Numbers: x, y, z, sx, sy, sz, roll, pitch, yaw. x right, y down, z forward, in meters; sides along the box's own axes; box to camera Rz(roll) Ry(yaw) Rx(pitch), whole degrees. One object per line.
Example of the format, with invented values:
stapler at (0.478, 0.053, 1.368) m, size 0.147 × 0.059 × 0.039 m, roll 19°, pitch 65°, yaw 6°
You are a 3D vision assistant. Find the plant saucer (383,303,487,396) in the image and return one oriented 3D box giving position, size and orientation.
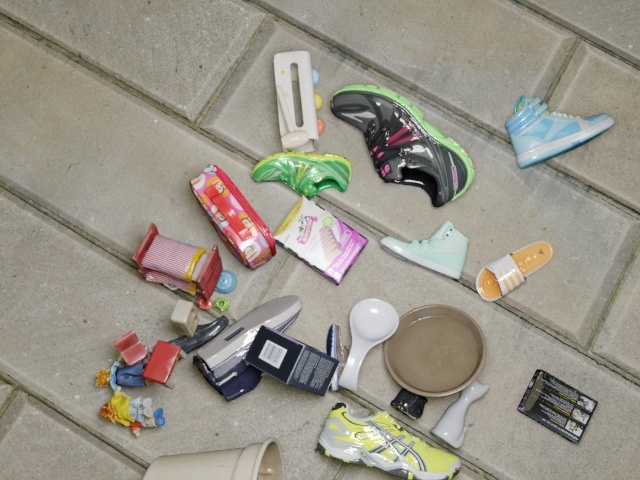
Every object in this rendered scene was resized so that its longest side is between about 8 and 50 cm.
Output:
plant saucer at (0.313, 0.302, 1.673) m, size 0.278 × 0.041 × 0.278 m, roll -10°, pitch 51°, yaw 12°

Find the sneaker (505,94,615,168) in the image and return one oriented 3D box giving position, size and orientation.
sneaker at (0.705, -0.365, 1.832) m, size 0.319 × 0.127 × 0.208 m, roll -22°, pitch 81°, yaw -7°

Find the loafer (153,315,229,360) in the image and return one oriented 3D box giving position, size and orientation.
loafer at (-0.360, 0.267, 1.700) m, size 0.223 × 0.076 × 0.078 m, roll -32°, pitch 89°, yaw -4°

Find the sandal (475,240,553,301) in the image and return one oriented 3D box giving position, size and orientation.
sandal at (0.565, 0.074, 1.763) m, size 0.265 × 0.076 × 0.102 m, roll -33°, pitch 81°, yaw -7°

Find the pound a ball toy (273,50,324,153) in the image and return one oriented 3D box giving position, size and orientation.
pound a ball toy at (-0.057, -0.394, 1.775) m, size 0.136 × 0.208 × 0.319 m, roll -6°, pitch 78°, yaw -2°

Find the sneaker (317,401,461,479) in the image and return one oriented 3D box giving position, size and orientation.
sneaker at (0.191, 0.538, 1.628) m, size 0.385 × 0.145 × 0.147 m, roll 14°, pitch 79°, yaw 0°

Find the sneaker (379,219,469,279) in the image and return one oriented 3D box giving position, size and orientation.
sneaker at (0.303, 0.001, 1.761) m, size 0.256 × 0.094 × 0.151 m, roll 21°, pitch 85°, yaw -7°

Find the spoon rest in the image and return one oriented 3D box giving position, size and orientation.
spoon rest at (0.125, 0.271, 1.672) m, size 0.137 × 0.084 × 0.276 m, roll 18°, pitch 56°, yaw 13°

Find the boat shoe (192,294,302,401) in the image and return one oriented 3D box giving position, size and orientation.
boat shoe at (-0.176, 0.298, 1.693) m, size 0.340 × 0.127 × 0.158 m, roll -31°, pitch 112°, yaw -20°

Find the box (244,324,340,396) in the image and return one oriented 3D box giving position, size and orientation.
box at (-0.070, 0.318, 1.609) m, size 0.153 × 0.207 × 0.108 m, roll 20°, pitch 80°, yaw 33°

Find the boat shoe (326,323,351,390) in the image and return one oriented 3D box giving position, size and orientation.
boat shoe at (0.055, 0.326, 1.711) m, size 0.066 × 0.066 × 0.183 m, roll 2°, pitch 81°, yaw -13°

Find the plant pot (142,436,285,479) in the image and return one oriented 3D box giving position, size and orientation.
plant pot at (-0.272, 0.657, 1.526) m, size 0.305 × 0.334 × 0.334 m, roll -1°, pitch 78°, yaw 10°

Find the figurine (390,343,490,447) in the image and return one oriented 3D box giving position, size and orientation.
figurine at (0.338, 0.425, 1.686) m, size 0.215 × 0.092 × 0.209 m, roll 35°, pitch 76°, yaw 4°

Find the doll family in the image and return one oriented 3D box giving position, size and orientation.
doll family at (-0.522, 0.395, 1.636) m, size 0.163 × 0.118 × 0.263 m, roll -9°, pitch 78°, yaw 23°

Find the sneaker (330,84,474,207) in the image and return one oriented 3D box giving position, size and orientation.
sneaker at (0.218, -0.276, 1.772) m, size 0.483 × 0.185 × 0.202 m, roll 37°, pitch 76°, yaw 7°

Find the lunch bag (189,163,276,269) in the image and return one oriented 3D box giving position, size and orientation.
lunch bag at (-0.242, -0.062, 1.677) m, size 0.120 × 0.258 × 0.293 m, roll -36°, pitch 82°, yaw -8°

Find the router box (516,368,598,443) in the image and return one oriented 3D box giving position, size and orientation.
router box at (0.659, 0.461, 1.704) m, size 0.179 × 0.046 × 0.133 m, roll 30°, pitch 80°, yaw 5°

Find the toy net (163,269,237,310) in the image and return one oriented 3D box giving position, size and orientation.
toy net at (-0.360, 0.129, 1.747) m, size 0.232 × 0.045 × 0.122 m, roll 10°, pitch 80°, yaw 2°

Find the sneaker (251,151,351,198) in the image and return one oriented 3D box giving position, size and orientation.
sneaker at (-0.055, -0.187, 1.783) m, size 0.295 × 0.109 × 0.123 m, roll -1°, pitch 75°, yaw -2°

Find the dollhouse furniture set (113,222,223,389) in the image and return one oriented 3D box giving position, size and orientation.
dollhouse furniture set at (-0.416, 0.169, 1.597) m, size 0.201 × 0.152 × 0.374 m, roll 16°, pitch 63°, yaw 7°

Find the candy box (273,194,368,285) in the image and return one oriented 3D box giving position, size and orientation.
candy box at (0.000, 0.000, 1.766) m, size 0.233 × 0.071 × 0.159 m, roll 34°, pitch 80°, yaw 6°
